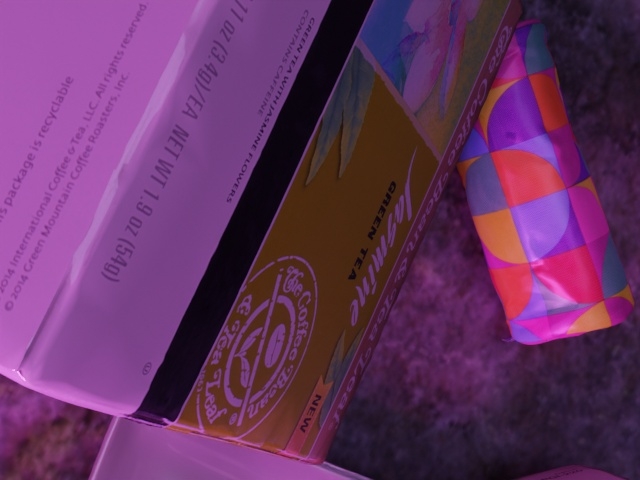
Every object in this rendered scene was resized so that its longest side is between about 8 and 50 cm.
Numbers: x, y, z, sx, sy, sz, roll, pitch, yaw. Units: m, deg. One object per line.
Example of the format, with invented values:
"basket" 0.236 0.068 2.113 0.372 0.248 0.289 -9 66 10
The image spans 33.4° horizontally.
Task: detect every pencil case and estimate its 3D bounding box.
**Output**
"pencil case" 0.151 -0.038 0.776 0.104 0.104 0.236 -19 96 -14

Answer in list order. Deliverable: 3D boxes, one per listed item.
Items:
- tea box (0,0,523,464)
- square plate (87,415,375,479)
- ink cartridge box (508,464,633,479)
"tea box" -0.074 -0.084 0.577 0.220 0.323 0.329 21 83 25
"square plate" -0.043 0.320 0.742 0.344 0.049 0.347 24 83 -13
"ink cartridge box" 0.151 0.278 0.722 0.158 0.092 0.218 -10 89 -17
